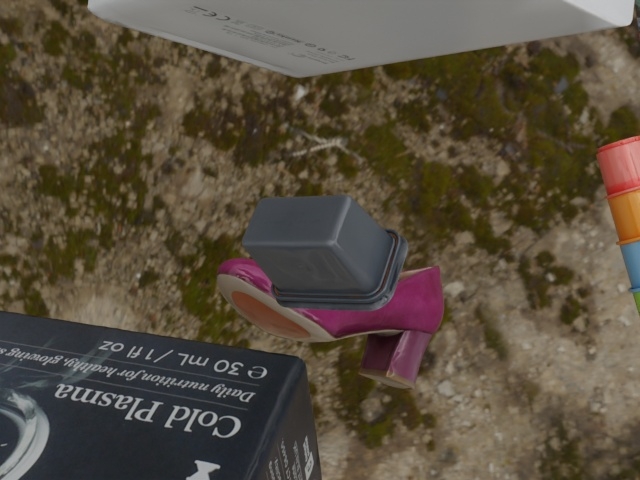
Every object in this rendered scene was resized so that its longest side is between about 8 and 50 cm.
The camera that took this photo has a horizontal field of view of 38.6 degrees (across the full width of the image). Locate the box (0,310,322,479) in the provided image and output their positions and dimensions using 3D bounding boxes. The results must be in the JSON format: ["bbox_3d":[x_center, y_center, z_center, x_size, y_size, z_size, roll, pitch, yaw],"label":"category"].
[{"bbox_3d":[-0.290,0.314,0.727,0.479,0.298,0.472,6,39,15],"label":"box"}]

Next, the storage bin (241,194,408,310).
[{"bbox_3d":[0.000,0.000,0.847,0.091,0.135,0.098,49,52,-43],"label":"storage bin"}]

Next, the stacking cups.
[{"bbox_3d":[0.430,0.024,1.163,0.096,0.096,0.317,-15,89,-18],"label":"stacking cups"}]

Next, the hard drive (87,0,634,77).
[{"bbox_3d":[0.011,-0.165,0.612,0.210,0.318,0.040,9,86,-39],"label":"hard drive"}]

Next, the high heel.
[{"bbox_3d":[0.023,0.053,1.165,0.377,0.127,0.181,34,66,-45],"label":"high heel"}]

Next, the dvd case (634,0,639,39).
[{"bbox_3d":[0.254,-0.147,0.634,0.013,0.119,0.087,-39,48,-4],"label":"dvd case"}]
